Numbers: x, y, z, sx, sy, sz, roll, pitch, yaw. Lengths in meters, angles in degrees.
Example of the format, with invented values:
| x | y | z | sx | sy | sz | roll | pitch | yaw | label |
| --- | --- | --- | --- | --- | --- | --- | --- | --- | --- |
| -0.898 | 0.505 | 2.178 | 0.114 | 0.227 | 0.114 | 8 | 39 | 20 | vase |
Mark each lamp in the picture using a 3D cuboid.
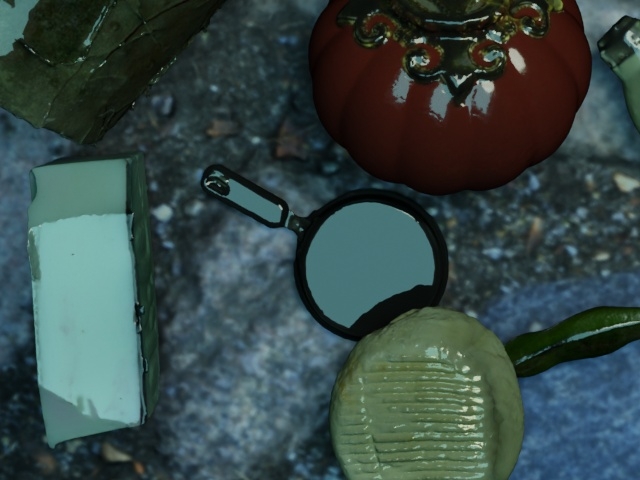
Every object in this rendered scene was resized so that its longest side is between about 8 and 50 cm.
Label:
| x | y | z | sx | sy | sz | roll | pitch | yaw | label |
| --- | --- | --- | --- | --- | --- | --- | --- | --- | --- |
| 0.103 | -0.138 | 1.303 | 0.227 | 0.227 | 0.227 | 0 | 97 | 3 | lamp |
| 0.327 | -0.091 | 1.344 | 0.250 | 0.101 | 0.101 | 44 | 97 | -5 | lamp |

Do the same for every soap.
| x | y | z | sx | sy | sz | roll | pitch | yaw | label |
| --- | --- | --- | --- | --- | --- | --- | --- | --- | --- |
| -0.185 | 0.046 | 1.361 | 0.091 | 0.145 | 0.230 | -5 | 97 | 3 | soap |

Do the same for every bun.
| x | y | z | sx | sy | sz | roll | pitch | yaw | label |
| --- | --- | --- | --- | --- | --- | --- | --- | --- | --- |
| 0.091 | 0.147 | 1.374 | 0.164 | 0.111 | 0.188 | -7 | 100 | 20 | bun |

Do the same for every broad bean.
| x | y | z | sx | sy | sz | roll | pitch | yaw | label |
| --- | --- | --- | --- | --- | --- | --- | --- | --- | --- |
| 0.200 | 0.097 | 1.399 | 0.195 | 0.046 | 0.061 | -34 | 115 | 13 | broad bean |

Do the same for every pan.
| x | y | z | sx | sy | sz | roll | pitch | yaw | label |
| --- | --- | --- | --- | --- | --- | --- | --- | --- | --- |
| 0.000 | 0.000 | 1.405 | 0.235 | 0.028 | 0.136 | 28 | 97 | -1 | pan |

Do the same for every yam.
| x | y | z | sx | sy | sz | roll | pitch | yaw | label |
| --- | --- | --- | --- | --- | --- | --- | --- | --- | --- |
| -0.167 | -0.252 | 1.281 | 0.241 | 0.241 | 0.348 | 40 | 97 | -2 | yam |
